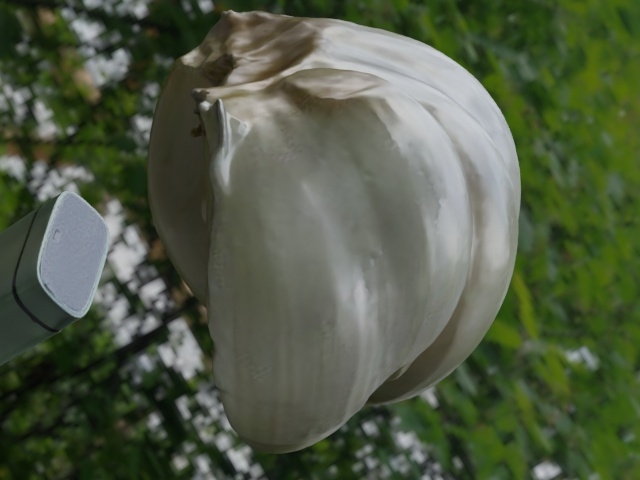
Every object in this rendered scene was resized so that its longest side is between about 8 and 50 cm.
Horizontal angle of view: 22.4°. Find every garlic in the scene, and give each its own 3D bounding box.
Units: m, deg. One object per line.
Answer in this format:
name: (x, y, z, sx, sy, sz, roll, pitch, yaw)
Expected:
garlic: (0.014, -0.003, 0.792, 0.281, 0.184, 0.203, -125, -148, -66)

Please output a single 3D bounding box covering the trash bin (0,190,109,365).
trash bin: (-0.227, 0.037, 1.202, 0.059, 0.130, 0.116, 46, 30, -26)
